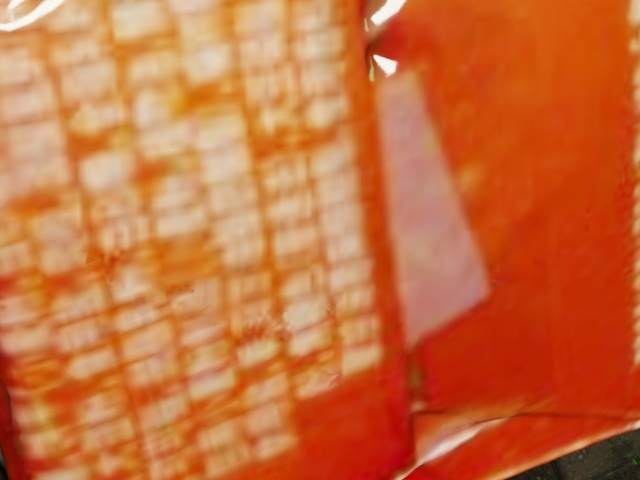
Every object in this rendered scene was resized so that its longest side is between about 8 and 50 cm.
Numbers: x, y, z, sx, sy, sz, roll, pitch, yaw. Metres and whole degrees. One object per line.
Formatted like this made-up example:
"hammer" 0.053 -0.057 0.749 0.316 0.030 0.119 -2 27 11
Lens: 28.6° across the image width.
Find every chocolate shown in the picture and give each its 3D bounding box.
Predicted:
"chocolate" -0.005 -0.024 0.406 0.108 0.235 0.237 36 -42 58
